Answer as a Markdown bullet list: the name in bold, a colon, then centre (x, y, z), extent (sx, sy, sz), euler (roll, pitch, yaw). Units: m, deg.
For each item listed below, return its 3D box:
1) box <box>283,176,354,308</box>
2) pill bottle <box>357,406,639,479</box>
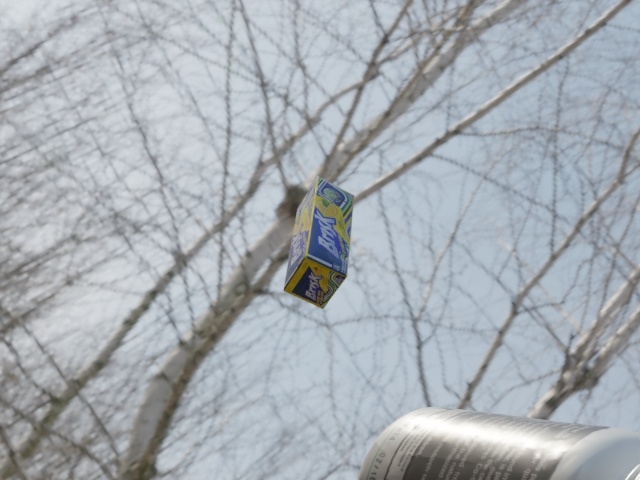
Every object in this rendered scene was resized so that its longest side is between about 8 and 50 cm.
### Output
- **box**: centre (0.000, 0.000, 1.193), extent (0.054, 0.169, 0.059), euler (25, -56, -13)
- **pill bottle**: centre (0.217, 0.272, 0.964), extent (0.361, 0.204, 0.204), euler (-5, -68, 52)
